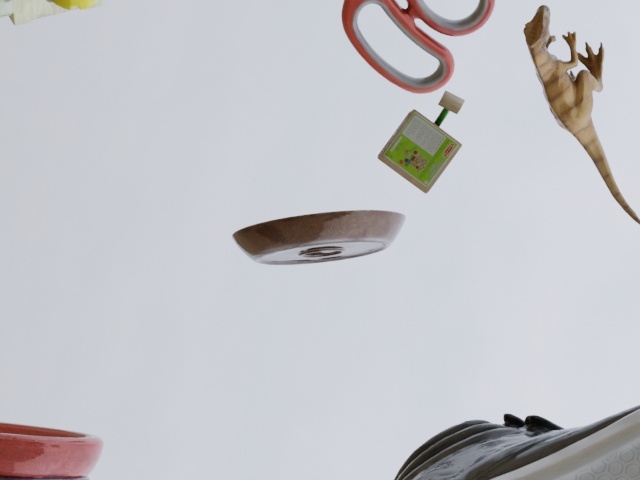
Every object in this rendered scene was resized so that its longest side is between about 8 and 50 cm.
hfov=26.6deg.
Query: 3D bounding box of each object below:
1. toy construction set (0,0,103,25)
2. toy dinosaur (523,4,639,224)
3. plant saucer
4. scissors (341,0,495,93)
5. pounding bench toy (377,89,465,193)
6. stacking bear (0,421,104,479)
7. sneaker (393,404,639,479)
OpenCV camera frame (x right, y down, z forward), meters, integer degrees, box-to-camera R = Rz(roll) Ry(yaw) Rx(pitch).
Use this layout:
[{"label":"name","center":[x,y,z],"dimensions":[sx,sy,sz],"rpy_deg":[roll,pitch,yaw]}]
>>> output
[{"label":"toy construction set","center":[-0.176,-0.252,0.746],"dimensions":[0.215,0.151,0.328],"rpy_deg":[57,-13,33]},{"label":"toy dinosaur","center":[0.226,-0.115,1.207],"dimensions":[0.064,0.211,0.112],"rpy_deg":[-20,-157,34]},{"label":"plant saucer","center":[0.000,0.000,1.297],"dimensions":[0.168,0.168,0.029],"rpy_deg":[159,-74,-63]},{"label":"scissors","center":[0.006,-0.222,0.976],"dimensions":[0.109,0.297,0.021],"rpy_deg":[-44,-155,18]},{"label":"pounding bench toy","center":[0.093,-0.090,1.167],"dimensions":[0.083,0.052,0.065],"rpy_deg":[-54,-179,5]},{"label":"stacking bear","center":[-0.281,0.307,1.167],"dimensions":[0.175,0.164,0.289],"rpy_deg":[25,70,-73]},{"label":"sneaker","center":[0.154,0.119,0.688],"dimensions":[0.147,0.295,0.105],"rpy_deg":[-80,152,-82]}]
